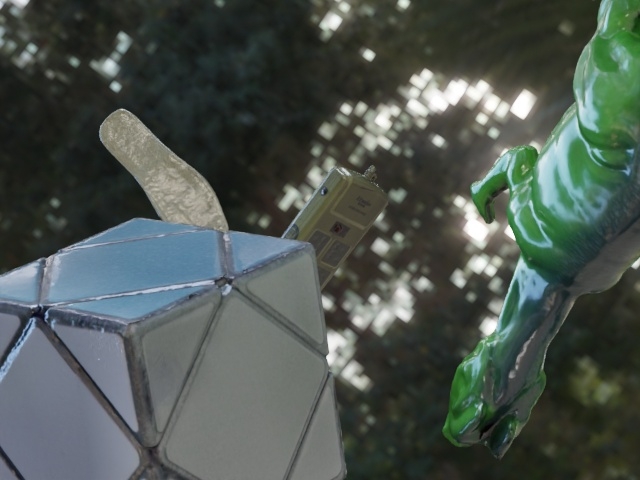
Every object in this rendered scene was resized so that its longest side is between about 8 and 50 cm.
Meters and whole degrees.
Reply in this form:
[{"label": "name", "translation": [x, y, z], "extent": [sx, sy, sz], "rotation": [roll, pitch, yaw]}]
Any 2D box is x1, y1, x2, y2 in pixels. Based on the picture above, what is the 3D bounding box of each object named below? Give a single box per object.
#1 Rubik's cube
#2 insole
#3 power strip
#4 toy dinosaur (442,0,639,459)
[{"label": "Rubik's cube", "translation": [-0.127, 0.114, 1.460], "extent": [0.205, 0.205, 0.207], "rotation": [-23, -66, -45]}, {"label": "insole", "translation": [-0.163, -0.064, 2.007], "extent": [0.063, 0.192, 0.010], "rotation": [-42, -15, -4]}, {"label": "power strip", "translation": [0.000, 0.000, 1.734], "extent": [0.169, 0.028, 0.076], "rotation": [-54, -39, 9]}, {"label": "toy dinosaur", "translation": [0.210, -0.050, 1.170], "extent": [0.374, 0.144, 0.500], "rotation": [-67, 10, -12]}]
